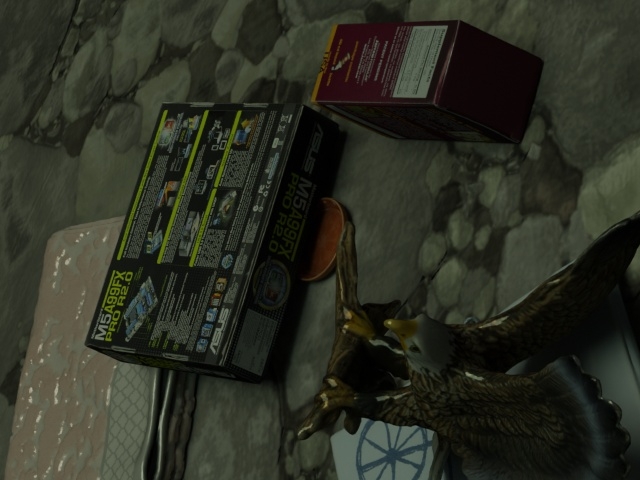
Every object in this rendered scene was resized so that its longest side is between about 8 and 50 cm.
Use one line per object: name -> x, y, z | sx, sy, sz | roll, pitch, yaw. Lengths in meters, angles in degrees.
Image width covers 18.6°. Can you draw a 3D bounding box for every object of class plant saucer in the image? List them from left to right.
plant saucer -> 0.000, 0.000, 1.878 | 0.083, 0.013, 0.083 | -28, 52, 44

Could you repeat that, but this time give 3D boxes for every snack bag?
snack bag -> 0.150, 0.205, 1.550 | 0.342, 0.037, 0.323 | -41, 44, 31

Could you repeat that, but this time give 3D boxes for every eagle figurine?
eagle figurine -> 0.129, 0.093, 1.447 | 0.298, 0.225, 0.226 | -5, 99, 30

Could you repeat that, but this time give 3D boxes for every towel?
towel -> -0.231, 0.128, 2.097 | 0.317, 0.053, 0.332 | -14, 61, 51

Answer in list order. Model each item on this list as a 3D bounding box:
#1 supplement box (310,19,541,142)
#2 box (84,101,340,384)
supplement box -> 0.092, -0.141, 1.743 | 0.188, 0.104, 0.081 | 6, 78, 54
box -> -0.109, -0.004, 1.930 | 0.216, 0.060, 0.270 | 4, 72, 46
